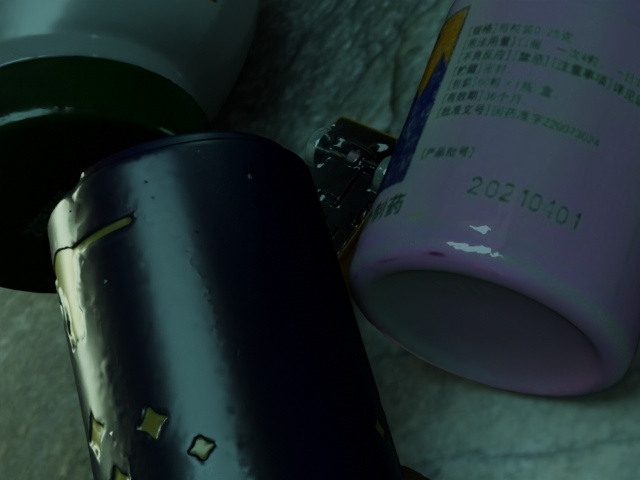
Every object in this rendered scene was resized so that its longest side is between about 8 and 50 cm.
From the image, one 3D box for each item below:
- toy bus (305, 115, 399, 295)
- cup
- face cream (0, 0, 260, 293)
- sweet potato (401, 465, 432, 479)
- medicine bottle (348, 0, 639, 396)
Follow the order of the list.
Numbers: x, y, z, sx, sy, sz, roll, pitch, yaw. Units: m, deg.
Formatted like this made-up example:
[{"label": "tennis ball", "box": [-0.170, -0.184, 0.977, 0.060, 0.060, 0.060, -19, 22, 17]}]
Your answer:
[{"label": "toy bus", "box": [0.000, 0.000, 1.228, 0.069, 0.074, 0.162, 25, 70, 29]}, {"label": "cup", "box": [-0.087, 0.098, 1.087, 0.255, 0.178, 0.256, -30, 63, 29]}, {"label": "face cream", "box": [-0.193, -0.161, 1.342, 0.312, 0.219, 0.357, -19, 55, 12]}, {"label": "sweet potato", "box": [0.090, 0.187, 1.070, 0.195, 0.056, 0.056, 30, 75, 34]}, {"label": "medicine bottle", "box": [0.143, -0.067, 1.133, 0.178, 0.178, 0.290, 6, 62, 30]}]
